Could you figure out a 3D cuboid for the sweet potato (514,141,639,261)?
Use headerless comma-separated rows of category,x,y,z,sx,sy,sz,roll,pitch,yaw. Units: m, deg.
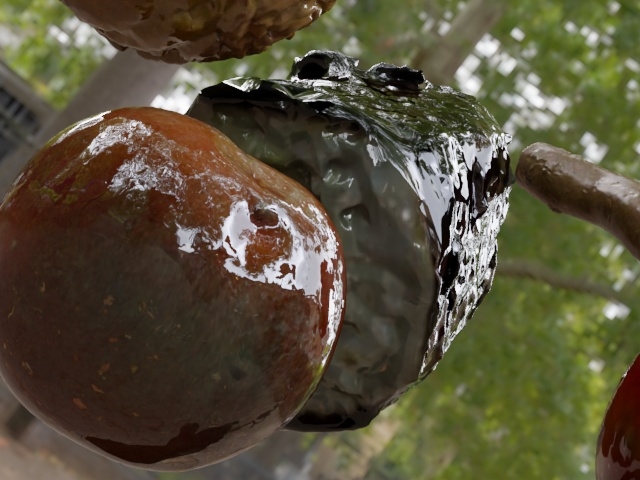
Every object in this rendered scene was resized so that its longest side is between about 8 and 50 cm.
sweet potato,0.285,-0.009,1.446,0.281,0.067,0.059,36,-47,41

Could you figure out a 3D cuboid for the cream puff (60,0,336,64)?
cream puff,-0.079,-0.296,1.322,0.231,0.343,0.327,18,39,-49

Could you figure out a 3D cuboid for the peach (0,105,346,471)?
peach,-0.103,0.033,1.141,0.252,0.252,0.252,36,-8,6

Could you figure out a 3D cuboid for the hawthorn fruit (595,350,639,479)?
hawthorn fruit,0.328,0.184,0.955,0.403,0.403,0.403,36,-8,6

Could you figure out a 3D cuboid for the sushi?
sushi,0.002,0.000,1.420,0.281,0.299,0.294,28,20,8
